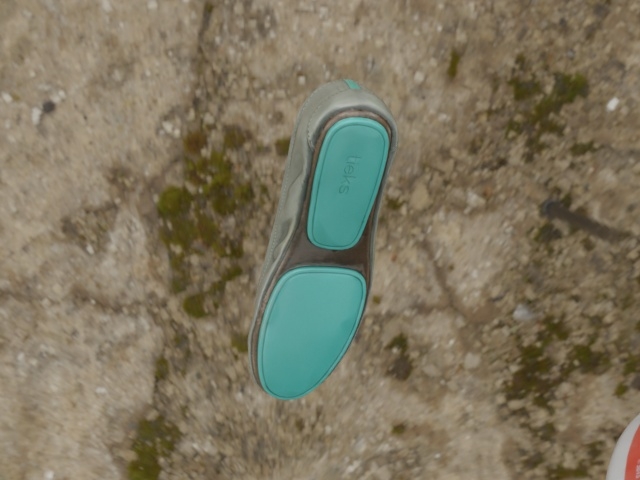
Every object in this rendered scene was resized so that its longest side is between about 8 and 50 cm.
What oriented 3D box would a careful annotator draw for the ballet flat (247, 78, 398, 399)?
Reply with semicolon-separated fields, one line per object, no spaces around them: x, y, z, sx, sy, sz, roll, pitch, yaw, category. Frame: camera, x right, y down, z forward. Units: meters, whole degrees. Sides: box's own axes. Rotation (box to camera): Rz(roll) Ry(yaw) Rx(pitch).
0.000;0.000;0.706;0.072;0.068;0.213;7;117;-16;ballet flat

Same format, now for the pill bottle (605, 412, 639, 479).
0.316;0.127;0.576;0.182;0.323;0.181;15;60;-28;pill bottle
